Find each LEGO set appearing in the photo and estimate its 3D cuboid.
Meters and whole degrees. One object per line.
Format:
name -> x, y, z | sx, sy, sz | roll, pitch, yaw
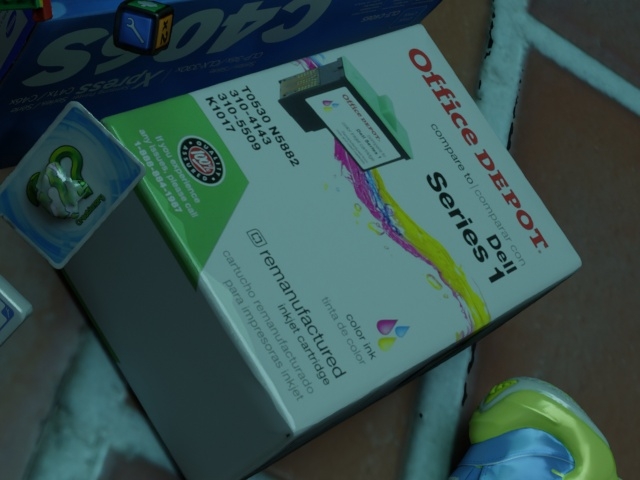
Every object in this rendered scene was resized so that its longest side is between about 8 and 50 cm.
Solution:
LEGO set -> -0.178, -0.061, 0.672 | 0.182, 0.244, 0.060 | 44, 25, -3

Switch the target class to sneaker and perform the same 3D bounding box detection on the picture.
sneaker -> 0.165, 0.206, 0.853 | 0.240, 0.091, 0.126 | 46, 65, -2

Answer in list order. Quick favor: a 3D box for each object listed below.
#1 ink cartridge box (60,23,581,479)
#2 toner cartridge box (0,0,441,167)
ink cartridge box -> 0.000, 0.000, 0.828 | 0.278, 0.117, 0.201 | -24, 78, -43
toner cartridge box -> -0.071, -0.140, 0.836 | 0.348, 0.165, 0.075 | -19, 75, -41
